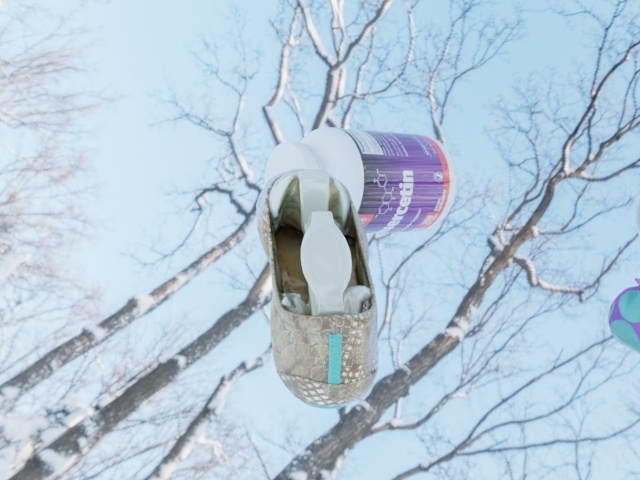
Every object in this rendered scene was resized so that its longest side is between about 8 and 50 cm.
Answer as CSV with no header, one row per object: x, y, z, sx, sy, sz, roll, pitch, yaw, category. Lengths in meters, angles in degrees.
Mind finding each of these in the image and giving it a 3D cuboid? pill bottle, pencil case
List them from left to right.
0.071,-0.101,1.178,0.181,0.322,0.182,6,-82,53,pill bottle
0.336,0.090,0.613,0.151,0.064,0.070,34,-67,62,pencil case

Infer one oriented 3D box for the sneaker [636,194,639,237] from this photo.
0.279,-0.022,0.480,0.118,0.292,0.110,34,-61,-7,sneaker

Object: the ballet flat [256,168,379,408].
0.000,0.000,0.399,0.206,0.073,0.067,-105,-164,-50,ballet flat
